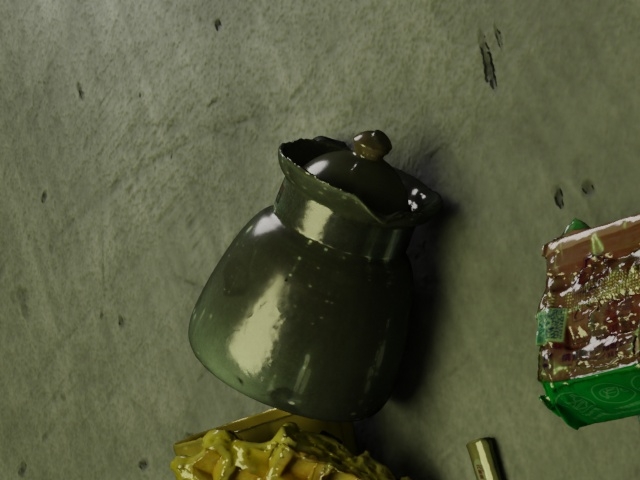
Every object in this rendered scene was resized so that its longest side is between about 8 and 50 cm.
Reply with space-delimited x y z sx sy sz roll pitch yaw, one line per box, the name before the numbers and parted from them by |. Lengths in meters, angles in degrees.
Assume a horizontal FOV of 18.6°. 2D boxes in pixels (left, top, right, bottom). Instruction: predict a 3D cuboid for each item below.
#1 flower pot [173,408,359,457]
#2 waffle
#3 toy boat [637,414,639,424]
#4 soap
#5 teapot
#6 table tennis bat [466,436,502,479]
flower pot | -0.041 0.272 2.090 0.195 0.195 0.179 -17 90 51
waffle | -0.018 0.317 1.978 0.307 0.060 0.312 -28 101 11
toy boat | 0.327 0.213 1.677 0.102 0.088 0.215 -54 52 43
soap | 0.303 0.057 1.643 0.273 0.098 0.218 -20 47 45
teapot | 0.020 0.010 2.026 0.223 0.305 0.285 24 107 10
table tennis bat | 0.190 0.313 1.915 0.138 0.022 0.246 -31 69 47
